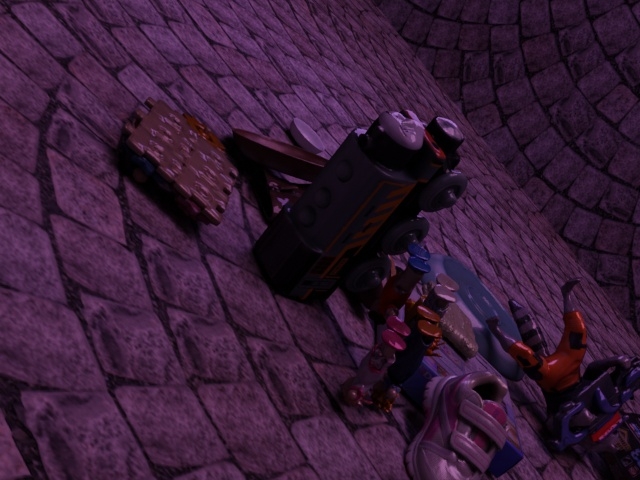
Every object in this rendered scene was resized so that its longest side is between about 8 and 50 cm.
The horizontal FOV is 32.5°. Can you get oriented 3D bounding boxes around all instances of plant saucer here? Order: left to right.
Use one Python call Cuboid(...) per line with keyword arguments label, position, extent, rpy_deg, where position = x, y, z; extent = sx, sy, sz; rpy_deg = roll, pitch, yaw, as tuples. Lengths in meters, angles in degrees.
Cuboid(label="plant saucer", position=(-0.056, -0.133, 1.789), extent=(0.199, 0.036, 0.198), rpy_deg=(21, 9, -3))
Cuboid(label="plant saucer", position=(0.311, 0.139, 2.179), extent=(0.317, 0.044, 0.317), rpy_deg=(43, 17, -17))

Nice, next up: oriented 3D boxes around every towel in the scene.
Cuboid(label="towel", position=(0.211, 0.126, 1.789), extent=(0.110, 0.027, 0.148), rpy_deg=(43, 17, -13))

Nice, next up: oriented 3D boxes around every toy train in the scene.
Cuboid(label="toy train", position=(0.056, -0.045, 1.518), extent=(0.190, 0.334, 0.142), rpy_deg=(4, 46, -46))

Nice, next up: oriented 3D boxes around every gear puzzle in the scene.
Cuboid(label="gear puzzle", position=(-0.195, -0.119, 1.536), extent=(0.175, 0.044, 0.339), rpy_deg=(43, 15, -12))

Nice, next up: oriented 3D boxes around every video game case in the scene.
Cuboid(label="video game case", position=(0.196, 0.208, 1.721), extent=(0.269, 0.061, 0.244), rpy_deg=(44, 16, -13))

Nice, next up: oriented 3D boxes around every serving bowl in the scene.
Cuboid(label="serving bowl", position=(-0.031, -0.195, 2.097), extent=(0.083, 0.027, 0.083), rpy_deg=(43, 18, -18))

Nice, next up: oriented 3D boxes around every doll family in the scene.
Cuboid(label="doll family", position=(0.114, 0.143, 1.472), extent=(0.118, 0.163, 0.263), rpy_deg=(29, 38, -2))

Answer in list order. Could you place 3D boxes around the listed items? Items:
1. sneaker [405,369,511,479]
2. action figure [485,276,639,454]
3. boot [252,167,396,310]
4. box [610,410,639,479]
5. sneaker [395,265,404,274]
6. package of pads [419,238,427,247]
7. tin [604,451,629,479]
Cuboid(label="sneaker", position=(0.192, 0.261, 1.468), extent=(0.103, 0.111, 0.252), rpy_deg=(41, 37, -22))
Cuboid(label="action figure", position=(0.493, 0.241, 2.074), extent=(0.178, 0.341, 0.330), rpy_deg=(-18, -84, 64))
Cuboid(label="boot", position=(0.000, 0.000, 1.712), extent=(0.207, 0.090, 0.248), rpy_deg=(19, 33, -35))
Cuboid(label="box", position=(0.689, 0.480, 2.185), extent=(0.293, 0.073, 0.295), rpy_deg=(17, 35, -57))
Cuboid(label="sneaker", position=(0.109, 0.058, 1.871), extent=(0.135, 0.052, 0.058), rpy_deg=(54, -7, 46))
Cuboid(label="package of pads", position=(0.176, -0.022, 2.215), extent=(0.083, 0.032, 0.050), rpy_deg=(56, 16, 23))
Cuboid(label="tin", position=(0.624, 0.487, 2.193), extent=(0.106, 0.040, 0.189), rpy_deg=(45, 17, -23))
